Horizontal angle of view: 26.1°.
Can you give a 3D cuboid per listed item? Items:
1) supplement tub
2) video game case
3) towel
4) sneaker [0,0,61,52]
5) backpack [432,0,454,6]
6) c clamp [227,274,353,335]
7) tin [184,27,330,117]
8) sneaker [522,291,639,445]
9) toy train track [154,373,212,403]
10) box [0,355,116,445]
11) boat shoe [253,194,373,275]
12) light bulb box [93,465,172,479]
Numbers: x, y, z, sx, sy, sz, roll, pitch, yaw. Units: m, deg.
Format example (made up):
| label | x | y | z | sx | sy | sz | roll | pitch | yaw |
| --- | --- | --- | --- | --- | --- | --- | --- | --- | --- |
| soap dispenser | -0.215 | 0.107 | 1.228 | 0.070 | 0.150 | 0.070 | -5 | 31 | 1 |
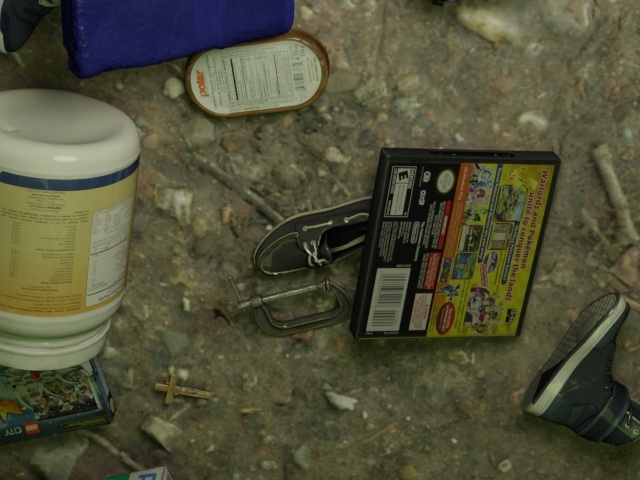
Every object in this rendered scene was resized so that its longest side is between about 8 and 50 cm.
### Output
| label | x | y | z | sx | sy | sz | roll | pitch | yaw |
| --- | --- | --- | --- | --- | --- | --- | --- | --- | --- |
| supplement tub | -0.358 | -0.015 | 1.786 | 0.228 | 0.228 | 0.316 | 9 | 116 | -3 |
| video game case | 0.179 | 0.008 | 1.856 | 0.248 | 0.035 | 0.275 | 0 | 117 | -18 |
| towel | -0.170 | -0.327 | 1.630 | 0.308 | 0.076 | 0.228 | -19 | 124 | -32 |
| sneaker | -0.302 | -0.334 | 1.689 | 0.153 | 0.099 | 0.282 | 26 | 111 | 2 |
| backpack | 0.177 | -0.388 | 1.655 | 0.158 | 0.117 | 0.173 | -15 | 115 | 9 |
| c clamp | -0.037 | 0.086 | 1.922 | 0.160 | 0.022 | 0.137 | -10 | 135 | 3 |
| tin | -0.083 | -0.217 | 1.790 | 0.189 | 0.040 | 0.106 | -6 | 111 | 4 |
| sneaker | 0.411 | 0.188 | 1.941 | 0.163 | 0.086 | 0.226 | 29 | 120 | -4 |
| toy train track | -0.200 | 0.217 | 2.015 | 0.083 | 0.014 | 0.048 | 12 | 109 | -11 |
| box | -0.431 | 0.211 | 1.998 | 0.233 | 0.044 | 0.159 | -12 | 115 | 7 |
| boat shoe | 0.000 | 0.000 | 1.875 | 0.206 | 0.065 | 0.075 | -22 | 113 | 12 |
| light bulb box | -0.345 | 0.559 | 2.037 | 0.361 | 0.225 | 0.358 | -13 | 121 | 13 |
